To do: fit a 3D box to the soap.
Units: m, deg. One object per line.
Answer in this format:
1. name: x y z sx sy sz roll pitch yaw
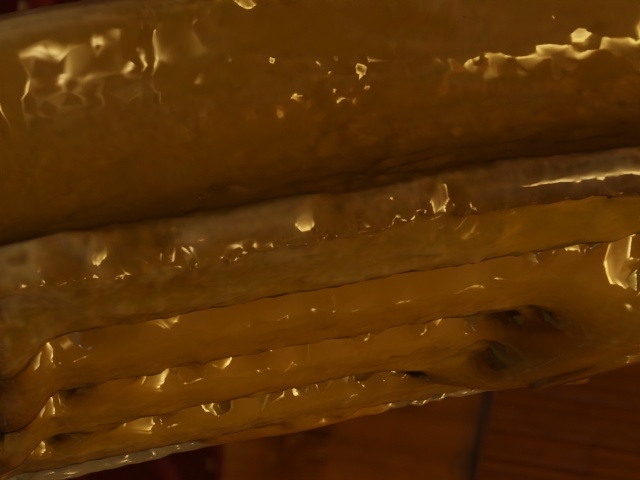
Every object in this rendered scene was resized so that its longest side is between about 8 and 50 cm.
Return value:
1. soap: 0.000 0.000 0.689 0.259 0.281 0.143 116 -40 -65
